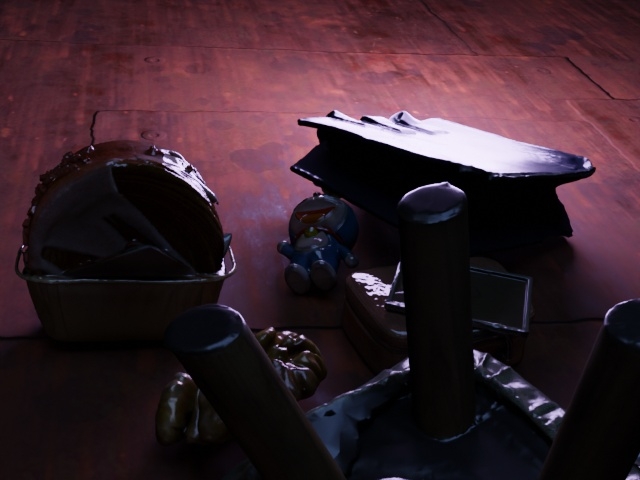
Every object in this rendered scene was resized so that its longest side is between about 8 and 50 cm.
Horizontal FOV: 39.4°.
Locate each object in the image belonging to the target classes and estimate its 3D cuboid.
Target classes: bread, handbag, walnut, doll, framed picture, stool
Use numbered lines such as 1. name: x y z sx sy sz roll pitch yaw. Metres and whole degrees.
1. bread: -0.199 0.005 0.926 0.224 0.212 0.142 -1 26 -13
2. handbag: 0.160 -0.090 1.212 0.303 0.122 0.329 -7 25 -44
3. walnut: -0.075 0.129 0.827 0.143 0.069 0.170 -15 9 37
4. handbag: 0.129 0.086 0.981 0.193 0.072 0.151 -3 31 -17
5. doll: 0.000 0.000 1.097 0.114 0.085 0.152 -5 37 19
6. framed picture: 0.151 0.056 0.957 0.149 0.011 0.109 11 30 10
7. stool: 0.074 0.148 0.649 0.310 0.226 0.310 -30 37 -23

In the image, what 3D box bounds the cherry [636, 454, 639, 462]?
1. cherry: 0.258 0.187 0.809 0.148 0.115 0.188 -36 26 6
